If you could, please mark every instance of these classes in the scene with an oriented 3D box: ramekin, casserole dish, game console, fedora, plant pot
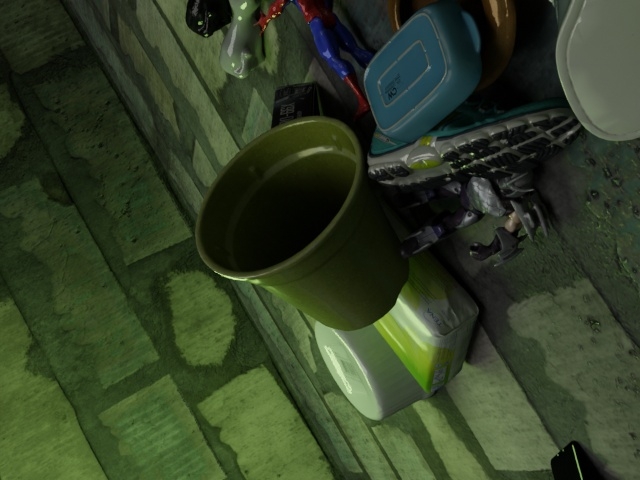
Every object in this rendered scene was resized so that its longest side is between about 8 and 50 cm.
[{"bbox_3d":[0.105,0.238,1.653,0.277,0.135,0.277,52,160,27],"label":"ramekin"},{"bbox_3d":[0.102,-0.181,0.866,0.188,0.037,0.114,-38,65,56],"label":"casserole dish"},{"bbox_3d":[0.413,0.379,1.230,0.107,0.071,0.122,25,152,11],"label":"game console"},{"bbox_3d":[0.157,-0.257,0.875,0.194,0.079,0.194,41,148,33],"label":"fedora"},{"bbox_3d":[0.000,0.000,1.189,0.276,0.276,0.254,41,176,47],"label":"plant pot"}]

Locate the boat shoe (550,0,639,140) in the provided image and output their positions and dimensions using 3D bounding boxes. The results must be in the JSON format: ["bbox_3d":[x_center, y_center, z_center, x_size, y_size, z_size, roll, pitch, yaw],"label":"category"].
[{"bbox_3d":[0.251,-0.236,0.681,0.099,0.116,0.319,-74,-32,-48],"label":"boat shoe"}]

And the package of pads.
[{"bbox_3d":[0.145,0.091,1.387,0.296,0.101,0.229,51,160,29],"label":"package of pads"}]

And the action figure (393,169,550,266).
[{"bbox_3d":[0.194,-0.052,1.054,0.285,0.099,0.185,-25,85,68],"label":"action figure"}]

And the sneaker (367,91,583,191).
[{"bbox_3d":[0.164,-0.132,0.920,0.275,0.107,0.110,-6,72,41],"label":"sneaker"}]

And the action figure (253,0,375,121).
[{"bbox_3d":[-0.002,-0.303,1.213,0.280,0.091,0.139,60,153,3],"label":"action figure"}]

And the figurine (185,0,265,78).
[{"bbox_3d":[-0.179,-0.449,1.503,0.215,0.092,0.209,52,156,25],"label":"figurine"}]

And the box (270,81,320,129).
[{"bbox_3d":[-0.025,-0.088,1.415,0.242,0.076,0.307,-89,-9,-52],"label":"box"}]
